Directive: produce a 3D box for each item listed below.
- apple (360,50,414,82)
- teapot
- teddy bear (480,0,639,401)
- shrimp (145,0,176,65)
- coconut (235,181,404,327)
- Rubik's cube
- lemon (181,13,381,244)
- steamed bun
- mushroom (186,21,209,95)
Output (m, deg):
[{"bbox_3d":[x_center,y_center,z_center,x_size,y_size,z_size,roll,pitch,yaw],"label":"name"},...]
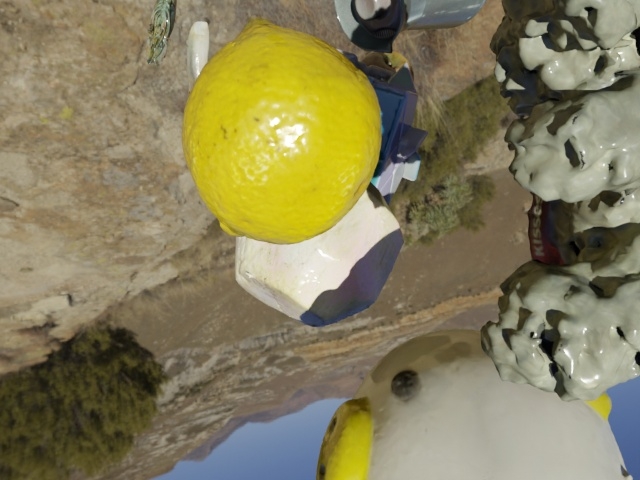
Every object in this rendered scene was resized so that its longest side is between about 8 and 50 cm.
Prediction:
[{"bbox_3d":[0.189,-0.481,1.383,0.188,0.188,0.174,-6,151,-26],"label":"apple"},{"bbox_3d":[0.210,-0.611,1.030,0.344,0.300,0.253,-36,-160,-29],"label":"teapot"},{"bbox_3d":[0.235,-0.104,0.393,0.225,0.367,0.357,-18,-171,40],"label":"teddy bear"},{"bbox_3d":[-0.372,-0.560,1.052,0.058,0.295,0.169,5,160,-9],"label":"shrimp"},{"bbox_3d":[0.000,0.000,0.933,0.353,0.352,0.352,-12,164,-4],"label":"coconut"},{"bbox_3d":[0.098,-0.296,1.184,0.358,0.387,0.368,25,-160,17],"label":"Rubik's cube"},{"bbox_3d":[-0.047,-0.111,0.535,0.228,0.228,0.253,-4,132,-29],"label":"lemon"},{"bbox_3d":[0.168,0.285,0.515,0.334,0.373,0.334,8,145,6],"label":"steamed bun"},{"bbox_3d":[-0.348,-0.521,1.301,0.084,0.209,0.071,9,-160,21],"label":"mushroom"}]
